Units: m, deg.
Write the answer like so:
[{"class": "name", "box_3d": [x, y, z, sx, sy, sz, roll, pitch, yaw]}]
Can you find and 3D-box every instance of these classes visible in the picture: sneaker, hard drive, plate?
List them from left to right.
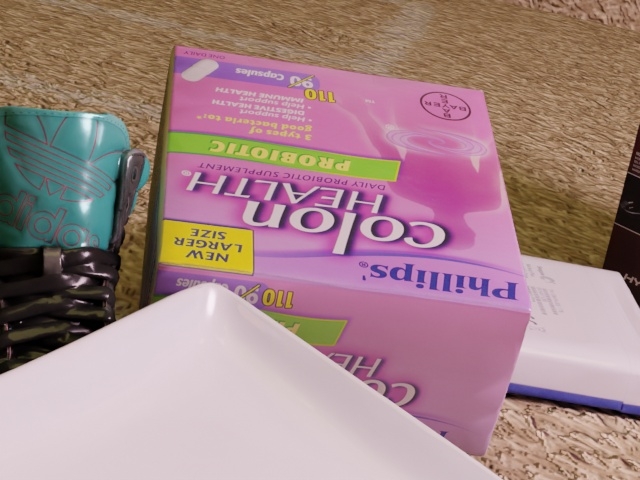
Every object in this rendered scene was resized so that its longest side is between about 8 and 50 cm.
[{"class": "sneaker", "box_3d": [-0.146, 0.021, 0.885, 0.123, 0.178, 0.295, 3, 21, -23]}, {"class": "plate", "box_3d": [-0.015, 0.137, 0.745, 0.277, 0.045, 0.278, 35, 24, 15]}, {"class": "hard drive", "box_3d": [0.072, 0.044, 1.174, 0.318, 0.040, 0.210, 10, 18, -4]}]

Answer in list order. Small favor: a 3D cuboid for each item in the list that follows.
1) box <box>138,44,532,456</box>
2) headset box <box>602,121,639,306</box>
[{"class": "box", "box_3d": [0.000, 0.000, 1.027, 0.213, 0.117, 0.243, 8, 36, -8]}, {"class": "headset box", "box_3d": [0.363, -0.086, 1.340, 0.218, 0.293, 0.110, -4, 23, -42]}]
